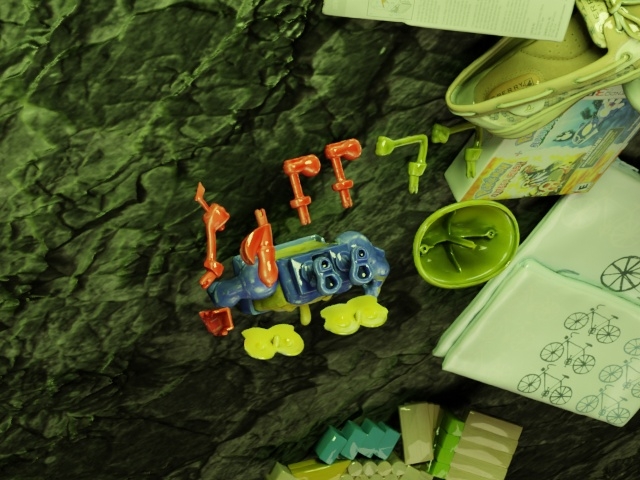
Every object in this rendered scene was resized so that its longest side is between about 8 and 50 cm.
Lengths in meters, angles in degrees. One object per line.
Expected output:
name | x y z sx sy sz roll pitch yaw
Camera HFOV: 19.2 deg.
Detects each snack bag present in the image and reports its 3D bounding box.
snack bag | 0.353 0.069 2.292 0.323 0.037 0.342 21 118 -32

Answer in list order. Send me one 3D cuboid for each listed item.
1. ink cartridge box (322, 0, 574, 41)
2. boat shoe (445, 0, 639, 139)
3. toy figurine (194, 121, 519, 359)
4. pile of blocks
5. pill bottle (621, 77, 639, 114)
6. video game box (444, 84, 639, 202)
ink cartridge box | 0.120 -0.257 1.663 0.224 0.056 0.181 8 149 1
boat shoe | 0.250 -0.193 1.834 0.285 0.105 0.089 -38 152 27
toy figurine | 0.000 0.000 2.007 0.362 0.191 0.217 -18 -177 -25
pile of blocks | 0.089 0.284 2.591 0.362 0.149 0.112 -7 -168 -13
pill bottle | 0.453 -0.127 1.954 0.160 0.160 0.283 -37 128 24
video game box | 0.258 -0.121 2.033 0.187 0.048 0.205 -3 146 -30
